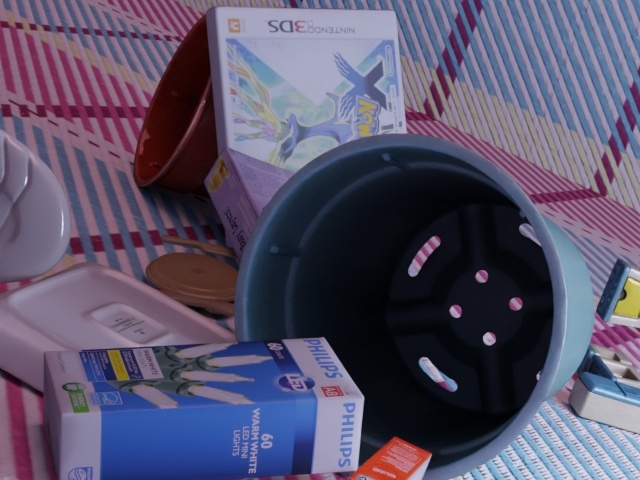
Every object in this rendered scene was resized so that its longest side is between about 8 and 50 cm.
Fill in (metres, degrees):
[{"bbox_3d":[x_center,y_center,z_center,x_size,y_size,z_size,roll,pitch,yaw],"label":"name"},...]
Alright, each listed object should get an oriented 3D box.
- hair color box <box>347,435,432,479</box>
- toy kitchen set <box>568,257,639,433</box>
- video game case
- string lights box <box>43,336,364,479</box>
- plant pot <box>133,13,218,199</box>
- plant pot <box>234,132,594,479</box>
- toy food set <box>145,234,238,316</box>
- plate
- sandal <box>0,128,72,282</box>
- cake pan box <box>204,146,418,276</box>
[{"bbox_3d":[0.053,0.233,1.472,0.043,0.072,0.141,24,15,14],"label":"hair color box"},{"bbox_3d":[0.387,0.130,2.103,0.122,0.166,0.207,17,15,-14],"label":"toy kitchen set"},{"bbox_3d":[-0.009,-0.158,2.252,0.300,0.329,0.036,-4,-2,-33],"label":"video game case"},{"bbox_3d":[-0.106,0.150,1.425,0.260,0.076,0.133,-2,21,-16],"label":"string lights box"},{"bbox_3d":[-0.093,-0.154,2.361,0.265,0.272,0.272,23,12,-21],"label":"plant pot"},{"bbox_3d":[0.131,0.070,1.720,0.341,0.341,0.334,26,8,20],"label":"plant pot"},{"bbox_3d":[-0.145,0.054,1.946,0.132,0.038,0.192,12,21,-4],"label":"toy food set"},{"bbox_3d":[-0.195,0.101,1.628,0.278,0.045,0.277,28,19,16],"label":"plate"},{"bbox_3d":[-0.454,-0.071,1.696,0.416,0.169,0.102,16,5,0],"label":"sandal"},{"bbox_3d":[0.000,0.000,2.088,0.267,0.070,0.245,19,25,-30],"label":"cake pan box"}]
